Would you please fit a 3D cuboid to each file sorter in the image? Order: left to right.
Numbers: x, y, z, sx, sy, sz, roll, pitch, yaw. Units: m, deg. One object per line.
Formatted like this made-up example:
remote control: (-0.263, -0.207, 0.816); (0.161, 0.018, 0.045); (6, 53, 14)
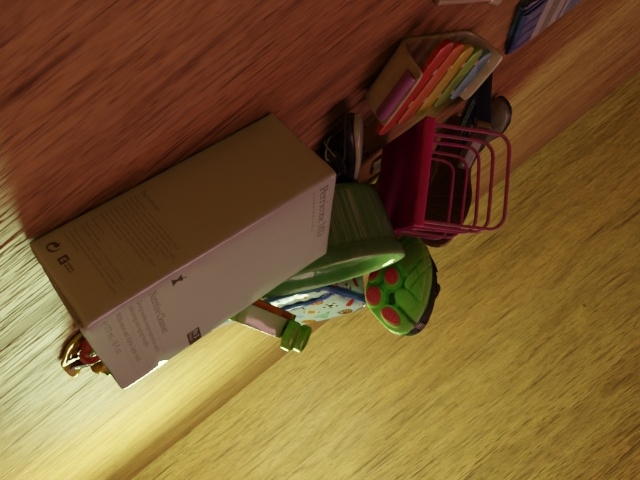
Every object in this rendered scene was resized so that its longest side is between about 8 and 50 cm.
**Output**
file sorter: (0.240, -0.108, 1.270); (0.182, 0.202, 0.290); (8, 176, -10)

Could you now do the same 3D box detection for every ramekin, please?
ramekin: (0.000, 0.000, 1.210); (0.303, 0.148, 0.303); (-15, 170, -3)

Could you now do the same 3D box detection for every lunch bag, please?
lunch bag: (-0.058, 0.132, 1.498); (0.303, 0.115, 0.243); (-22, 156, 31)

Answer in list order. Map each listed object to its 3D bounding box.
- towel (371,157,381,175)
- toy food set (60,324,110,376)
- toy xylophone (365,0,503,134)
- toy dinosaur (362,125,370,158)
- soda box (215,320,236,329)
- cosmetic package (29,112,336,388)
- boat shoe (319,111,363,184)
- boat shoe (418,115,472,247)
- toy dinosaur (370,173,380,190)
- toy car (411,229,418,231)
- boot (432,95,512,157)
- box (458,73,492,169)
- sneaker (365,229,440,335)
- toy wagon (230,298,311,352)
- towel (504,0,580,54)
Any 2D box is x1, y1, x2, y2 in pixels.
towel: (0.146, -0.186, 1.481); (0.060, 0.009, 0.083); (-37, 166, -7)
toy food set: (-0.403, 0.203, 1.157); (0.128, 0.071, 0.218); (-28, 163, -41)
toy xylophone: (0.210, -0.310, 1.076); (0.322, 0.081, 0.236); (-29, 163, -37)
toy dinosaur: (0.065, -0.181, 1.215); (0.090, 0.047, 0.082); (-33, 152, 35)
soda box: (-0.222, 0.173, 1.581); (0.063, 0.058, 0.183); (-44, 167, 21)
cosmetic package: (-0.173, 0.011, 0.886); (0.385, 0.156, 0.217); (-33, 154, -21)
boat shoe: (0.037, -0.155, 1.125); (0.079, 0.084, 0.233); (5, 161, -2)
boat shoe: (0.321, -0.145, 1.610); (0.123, 0.123, 0.342); (134, -32, -84)
toy dinosaur: (0.078, -0.042, 1.556); (0.295, 0.127, 0.200); (-37, 175, 19)
toy car: (0.238, -0.051, 1.791); (0.238, 0.210, 0.219); (-33, 179, 13)
boot: (0.420, -0.290, 1.737); (0.161, 0.083, 0.246); (-23, 159, -33)
box: (0.354, -0.289, 1.413); (0.136, 0.036, 0.225); (103, 1, -54)
sneaker: (0.223, 0.094, 1.501); (0.185, 0.202, 0.483); (-40, -167, 17)
toy wagon: (-0.159, 0.128, 1.170); (0.344, 0.267, 0.068); (56, 57, -77)
towel: (0.514, -0.522, 1.302); (0.285, 0.034, 0.209); (-38, 169, 2)
